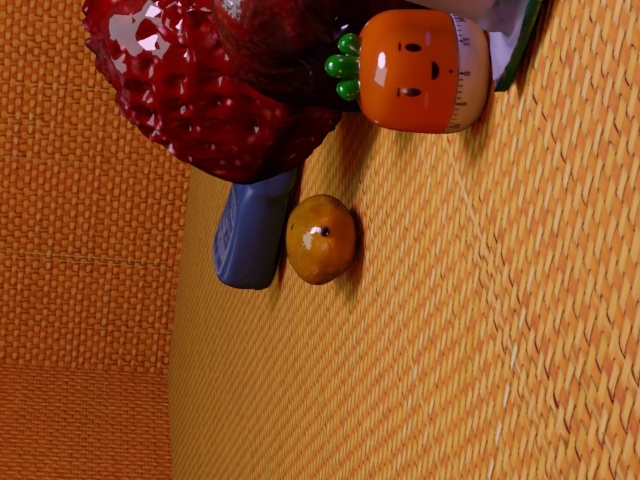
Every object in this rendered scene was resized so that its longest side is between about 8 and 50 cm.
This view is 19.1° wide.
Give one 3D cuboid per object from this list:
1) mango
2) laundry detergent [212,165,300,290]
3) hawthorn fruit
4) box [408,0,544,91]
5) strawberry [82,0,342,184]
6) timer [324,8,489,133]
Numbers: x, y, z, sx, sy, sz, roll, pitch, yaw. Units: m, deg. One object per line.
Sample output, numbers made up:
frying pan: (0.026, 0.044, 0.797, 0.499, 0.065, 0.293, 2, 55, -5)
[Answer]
mango: (0.000, 0.000, 2.016, 0.190, 0.075, 0.098, 116, 163, -85)
laundry detergent: (-0.076, -0.065, 2.528, 0.290, 0.094, 0.143, 109, 169, -50)
hawthorn fruit: (-0.003, -0.245, 1.737, 0.215, 0.215, 0.250, 106, 168, -53)
box: (0.103, -0.301, 1.359, 0.264, 0.106, 0.337, 107, 164, -54)
strawberry: (-0.075, -0.222, 2.001, 0.345, 0.295, 0.318, -9, 107, 63)
timer: (0.065, -0.136, 1.482, 0.136, 0.136, 0.099, -136, 56, -79)
